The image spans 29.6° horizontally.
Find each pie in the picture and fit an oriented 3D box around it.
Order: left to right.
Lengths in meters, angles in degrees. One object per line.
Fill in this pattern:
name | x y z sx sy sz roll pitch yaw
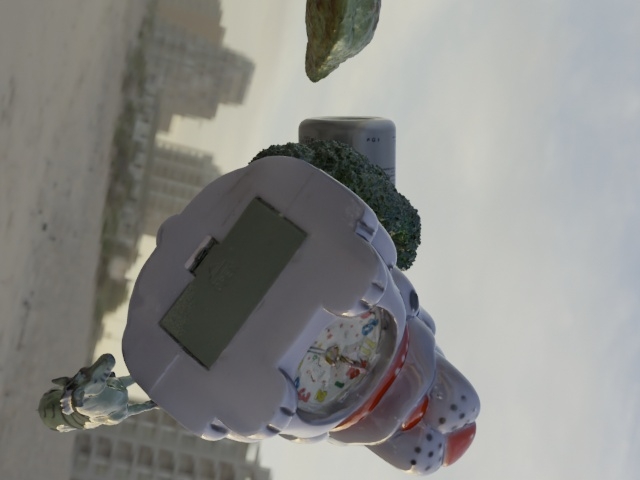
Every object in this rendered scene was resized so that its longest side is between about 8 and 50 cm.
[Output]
pie | 0.027 -0.296 1.471 0.248 0.089 0.201 175 -78 -86

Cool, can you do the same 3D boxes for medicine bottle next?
medicine bottle | 0.042 -0.052 1.942 0.157 0.157 0.289 -138 -133 -77

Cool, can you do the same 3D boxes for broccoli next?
broccoli | 0.000 0.000 1.727 0.297 0.297 0.297 134 -29 -68

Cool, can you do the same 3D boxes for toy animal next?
toy animal | -0.277 0.189 1.436 0.217 0.176 0.074 -22 -104 40

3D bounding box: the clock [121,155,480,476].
clock | 0.011 0.079 0.841 0.188 0.254 0.189 -18 -125 27
